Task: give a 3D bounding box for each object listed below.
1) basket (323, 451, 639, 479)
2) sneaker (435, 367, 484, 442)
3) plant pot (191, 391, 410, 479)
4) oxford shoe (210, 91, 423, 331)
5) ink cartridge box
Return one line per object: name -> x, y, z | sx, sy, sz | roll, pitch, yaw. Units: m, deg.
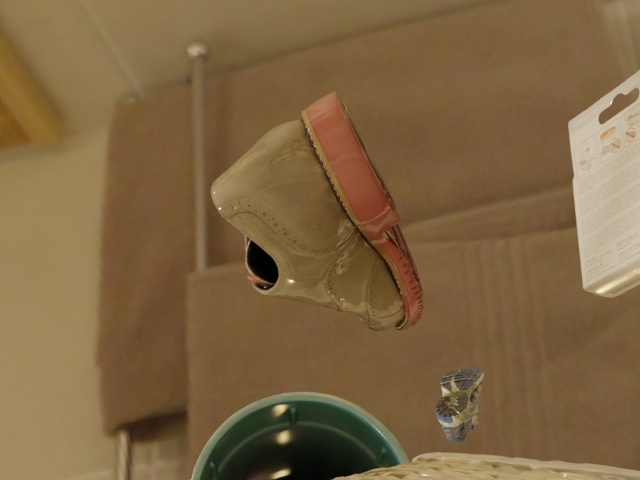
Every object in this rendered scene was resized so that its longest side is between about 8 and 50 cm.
basket -> 0.162, 0.355, 1.011 | 0.266, 0.331, 0.328 | 8, -98, -56
sneaker -> 0.175, 0.206, 1.544 | 0.135, 0.052, 0.058 | -49, -49, -58
plant pot -> -0.034, 0.457, 1.973 | 0.334, 0.341, 0.341 | 98, 167, -63
oxford shoe -> 0.000, 0.000, 1.016 | 0.348, 0.130, 0.123 | 62, -177, -61
ink cartridge box -> 0.359, -0.071, 1.381 | 0.056, 0.181, 0.224 | 16, -121, -25
